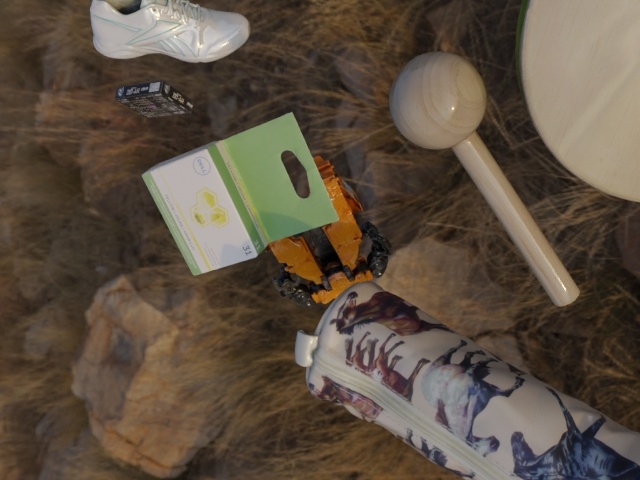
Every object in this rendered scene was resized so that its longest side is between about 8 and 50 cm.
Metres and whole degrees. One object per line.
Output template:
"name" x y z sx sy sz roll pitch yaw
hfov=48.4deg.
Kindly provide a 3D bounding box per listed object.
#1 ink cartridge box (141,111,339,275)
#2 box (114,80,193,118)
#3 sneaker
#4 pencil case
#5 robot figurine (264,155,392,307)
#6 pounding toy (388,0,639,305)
"ink cartridge box" -0.114 -0.060 1.005 0.235 0.056 0.171 -16 107 27
"box" -0.227 -0.192 0.976 0.083 0.067 0.018 -1 74 30
"sneaker" -0.142 -0.206 0.674 0.061 0.152 0.054 97 168 -55
"pencil case" 0.168 0.201 0.814 0.410 0.183 0.160 29 105 26
"robot figurine" 0.000 0.000 1.178 0.211 0.291 0.085 -23 50 4
"pounding toy" 0.169 -0.107 0.408 0.237 0.183 0.110 -40 19 15
